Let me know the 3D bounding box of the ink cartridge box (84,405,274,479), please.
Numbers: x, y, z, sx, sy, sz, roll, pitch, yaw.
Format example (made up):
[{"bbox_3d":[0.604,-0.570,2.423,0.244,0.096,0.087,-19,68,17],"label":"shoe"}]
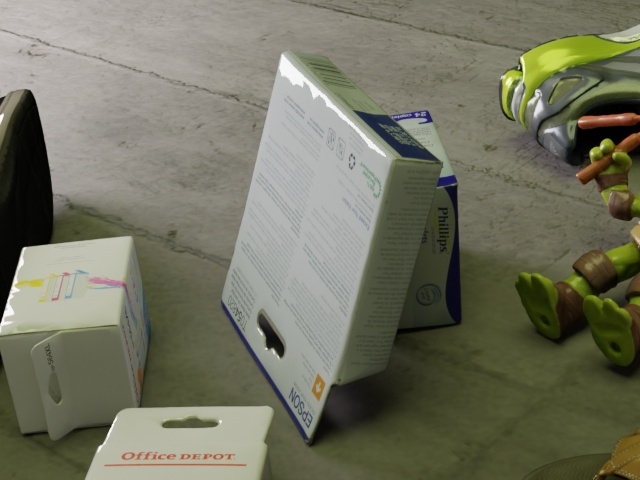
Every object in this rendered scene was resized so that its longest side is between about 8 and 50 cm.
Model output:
[{"bbox_3d":[-0.092,0.186,0.852,0.115,0.067,0.198,-1,32,11],"label":"ink cartridge box"}]

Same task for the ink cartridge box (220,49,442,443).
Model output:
[{"bbox_3d":[0.000,0.000,1.027,0.045,0.224,0.223,5,24,-26],"label":"ink cartridge box"}]

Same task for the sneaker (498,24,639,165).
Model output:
[{"bbox_3d":[0.326,-0.145,1.298,0.300,0.111,0.121,-21,49,-1],"label":"sneaker"}]

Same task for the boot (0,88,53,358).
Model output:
[{"bbox_3d":[-0.391,-0.009,1.200,0.284,0.138,0.377,-6,35,4],"label":"boot"}]

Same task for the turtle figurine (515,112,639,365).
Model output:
[{"bbox_3d":[0.255,0.002,1.070,0.217,0.087,0.269,-34,47,-26],"label":"turtle figurine"}]

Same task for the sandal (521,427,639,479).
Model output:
[{"bbox_3d":[0.226,0.146,0.853,0.219,0.060,0.090,-5,30,5],"label":"sandal"}]

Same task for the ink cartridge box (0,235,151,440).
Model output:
[{"bbox_3d":[-0.182,0.075,1.041,0.090,0.092,0.143,-6,31,1],"label":"ink cartridge box"}]

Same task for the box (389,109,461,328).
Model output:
[{"bbox_3d":[0.065,-0.017,1.106,0.072,0.126,0.137,-7,29,-3],"label":"box"}]
